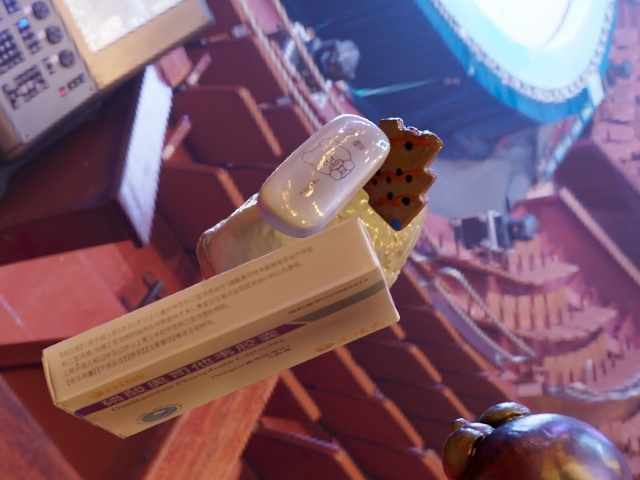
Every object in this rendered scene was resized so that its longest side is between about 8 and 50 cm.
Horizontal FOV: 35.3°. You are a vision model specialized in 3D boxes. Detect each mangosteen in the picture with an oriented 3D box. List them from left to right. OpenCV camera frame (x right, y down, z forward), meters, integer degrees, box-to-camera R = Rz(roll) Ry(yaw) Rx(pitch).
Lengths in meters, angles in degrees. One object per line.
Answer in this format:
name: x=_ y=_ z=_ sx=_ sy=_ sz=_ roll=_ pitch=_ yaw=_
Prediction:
mangosteen: x=0.197 y=0.232 z=0.948 sx=0.200 sy=0.200 sz=0.200 roll=26 pitch=60 yaw=-56

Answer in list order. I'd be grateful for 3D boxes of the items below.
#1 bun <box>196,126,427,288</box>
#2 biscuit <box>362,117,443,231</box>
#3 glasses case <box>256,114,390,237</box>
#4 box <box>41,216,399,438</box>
bun: x=0.000 y=0.000 z=1.440 sx=0.227 sy=0.352 sz=0.349 roll=52 pitch=13 yaw=-5
biscuit: x=0.084 y=-0.073 z=1.134 sx=0.019 sy=0.119 sz=0.130 roll=-25 pitch=111 yaw=-56
glasses case: x=0.006 y=-0.071 z=1.050 sx=0.193 sy=0.074 sz=0.049 roll=-46 pitch=165 yaw=-43
box: x=-0.093 y=0.099 z=1.054 sx=0.200 sy=0.343 sz=0.065 roll=64 pitch=3 yaw=-68
